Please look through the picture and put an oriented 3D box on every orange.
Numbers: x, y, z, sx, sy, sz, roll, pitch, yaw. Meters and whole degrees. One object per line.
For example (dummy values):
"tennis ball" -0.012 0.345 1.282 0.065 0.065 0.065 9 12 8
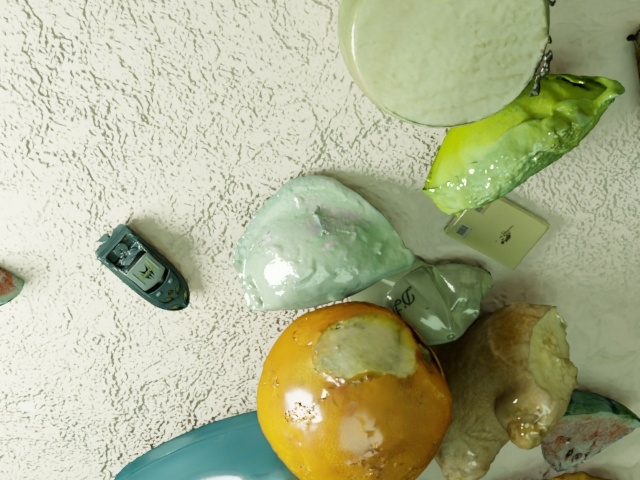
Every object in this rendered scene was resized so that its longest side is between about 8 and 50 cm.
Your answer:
"orange" 0.041 0.191 1.571 0.240 0.240 0.240 -4 124 -6

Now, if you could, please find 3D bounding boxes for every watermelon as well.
"watermelon" -0.396 0.051 1.559 0.085 0.085 0.061 -10 90 -2
"watermelon" 0.339 0.258 1.805 0.187 0.071 0.139 4 130 -21

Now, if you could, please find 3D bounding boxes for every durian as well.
"durian" 0.226 -0.116 1.494 0.250 0.139 0.101 -33 125 12

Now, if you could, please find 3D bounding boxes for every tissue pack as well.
"tissue pack" -0.129 0.342 1.711 0.287 0.206 0.198 -24 114 6

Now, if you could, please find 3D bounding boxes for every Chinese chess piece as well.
"Chinese chess piece" 0.135 -0.231 1.421 0.238 0.092 0.237 -2 116 -4

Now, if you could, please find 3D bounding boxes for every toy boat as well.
"toy boat" -0.206 0.040 1.581 0.055 0.060 0.141 -49 125 -6

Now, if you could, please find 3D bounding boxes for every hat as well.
"hat" 0.124 0.070 1.644 0.166 0.081 0.122 23 115 -11

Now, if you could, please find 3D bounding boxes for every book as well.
"book" 0.219 -0.015 1.633 0.111 0.014 0.077 27 117 -23

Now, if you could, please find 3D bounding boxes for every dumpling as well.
"dumpling" 0.002 0.011 1.560 0.217 0.105 0.149 -9 130 1

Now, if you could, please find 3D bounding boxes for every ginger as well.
"ginger" 0.218 0.197 1.661 0.130 0.221 0.275 11 113 -34

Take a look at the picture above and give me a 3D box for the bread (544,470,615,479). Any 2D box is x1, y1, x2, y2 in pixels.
"bread" 0.356 0.447 1.883 0.268 0.145 0.268 -6 122 -9

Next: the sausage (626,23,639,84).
"sausage" 0.432 -0.093 1.581 0.082 0.082 0.371 -17 125 3
